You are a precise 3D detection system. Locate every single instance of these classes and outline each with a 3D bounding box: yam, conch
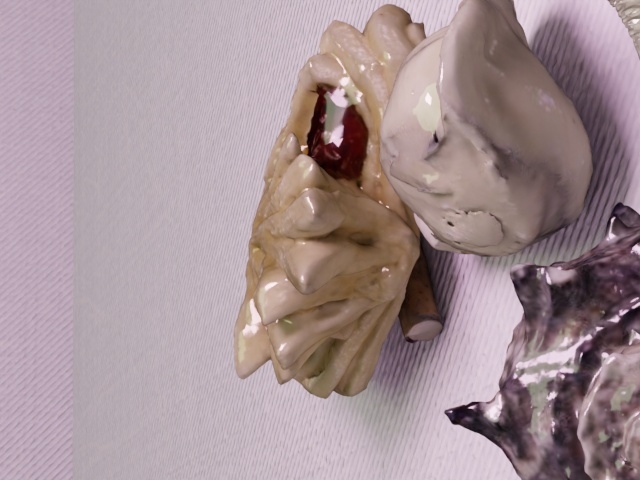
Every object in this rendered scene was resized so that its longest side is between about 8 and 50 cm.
[{"bbox_3d":[0.080,-0.009,1.569,0.046,0.046,0.264,120,147,-45],"label":"yam"},{"bbox_3d":[0.235,0.098,1.032,0.241,0.186,0.313,9,74,41],"label":"conch"}]

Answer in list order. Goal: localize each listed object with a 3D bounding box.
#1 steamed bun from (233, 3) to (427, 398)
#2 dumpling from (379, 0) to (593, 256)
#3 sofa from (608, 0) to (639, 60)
[{"bbox_3d":[0.000,0.000,1.472,0.247,0.189,0.428,54,137,48],"label":"steamed bun"},{"bbox_3d":[0.153,-0.112,1.280,0.318,0.187,0.243,90,-162,-66],"label":"dumpling"},{"bbox_3d":[0.219,-0.224,1.060,0.210,0.225,0.176,140,135,-56],"label":"sofa"}]
